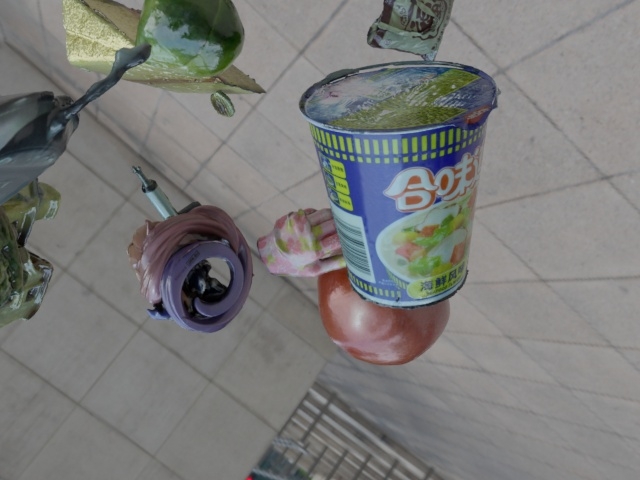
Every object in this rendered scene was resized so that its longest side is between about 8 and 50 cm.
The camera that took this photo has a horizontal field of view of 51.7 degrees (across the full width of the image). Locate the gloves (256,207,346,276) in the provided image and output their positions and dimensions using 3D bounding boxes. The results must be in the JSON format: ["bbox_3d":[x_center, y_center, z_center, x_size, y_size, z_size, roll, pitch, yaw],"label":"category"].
[{"bbox_3d":[-0.005,-0.005,1.404,0.126,0.241,0.145,40,-151,-56],"label":"gloves"}]

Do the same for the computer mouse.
[{"bbox_3d":[-0.297,-0.059,0.516,0.090,0.379,0.167,55,-177,-6],"label":"computer mouse"}]

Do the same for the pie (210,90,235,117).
[{"bbox_3d":[-0.254,-0.352,1.715,0.084,0.020,0.084,33,152,21],"label":"pie"}]

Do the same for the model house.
[{"bbox_3d":[-0.582,0.026,1.181,0.261,0.321,0.266,32,-155,9],"label":"model house"}]

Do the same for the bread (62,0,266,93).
[{"bbox_3d":[-0.388,-0.502,1.664,0.405,0.242,0.345,4,-178,37],"label":"bread"}]

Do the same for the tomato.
[{"bbox_3d":[0.163,0.133,1.552,0.341,0.341,0.272,42,137,-18],"label":"tomato"}]

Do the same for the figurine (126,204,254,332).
[{"bbox_3d":[-0.148,0.016,0.682,0.157,0.126,0.114,30,169,34],"label":"figurine"}]

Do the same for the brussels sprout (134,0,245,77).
[{"bbox_3d":[-0.175,-0.288,0.896,0.155,0.118,0.155,11,176,1],"label":"brussels sprout"}]

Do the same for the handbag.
[{"bbox_3d":[0.237,-0.562,1.645,0.235,0.213,0.127,-3,-150,-41],"label":"handbag"}]

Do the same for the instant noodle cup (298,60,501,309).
[{"bbox_3d":[0.123,-0.075,0.984,0.284,0.284,0.312,24,134,40],"label":"instant noodle cup"}]

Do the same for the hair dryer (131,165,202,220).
[{"bbox_3d":[-0.274,-0.068,1.170,0.057,0.100,0.198,43,167,40],"label":"hair dryer"}]
